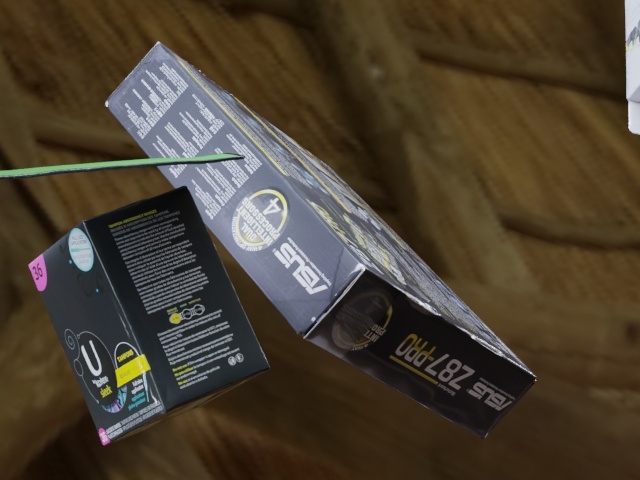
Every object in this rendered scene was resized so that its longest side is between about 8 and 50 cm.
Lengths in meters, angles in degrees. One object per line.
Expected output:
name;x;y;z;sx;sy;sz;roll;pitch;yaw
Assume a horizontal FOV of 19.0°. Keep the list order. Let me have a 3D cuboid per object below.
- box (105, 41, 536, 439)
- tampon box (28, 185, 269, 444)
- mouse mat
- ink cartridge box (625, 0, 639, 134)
box;0.000;0.000;1.854;0.097;0.395;0.318;-47;-40;6
tampon box;-0.138;0.059;1.501;0.101;0.120;0.161;-20;-97;-35
mouse mat;-0.155;-0.055;1.423;0.190;0.152;0.007;-4;-86;-7
ink cartridge box;0.363;-0.183;1.903;0.104;0.061;0.181;14;-124;-14
